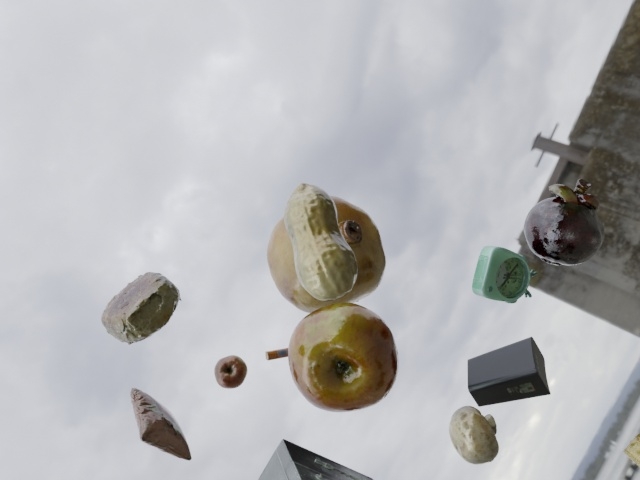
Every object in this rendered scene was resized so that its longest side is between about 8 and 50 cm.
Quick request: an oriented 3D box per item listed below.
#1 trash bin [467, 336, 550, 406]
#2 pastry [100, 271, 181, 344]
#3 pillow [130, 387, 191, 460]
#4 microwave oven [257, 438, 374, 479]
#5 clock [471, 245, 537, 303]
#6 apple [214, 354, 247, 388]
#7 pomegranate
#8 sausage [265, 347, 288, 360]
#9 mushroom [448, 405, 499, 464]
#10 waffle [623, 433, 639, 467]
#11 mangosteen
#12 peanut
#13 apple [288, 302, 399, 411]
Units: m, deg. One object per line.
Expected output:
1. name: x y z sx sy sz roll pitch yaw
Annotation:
1. trash bin: 0.593 0.425 1.766 0.115 0.225 0.165 56 -152 -22
2. pastry: -0.417 0.156 1.302 0.182 0.192 0.093 -50 -60 -28
3. pillow: -0.523 0.598 1.791 0.084 0.236 0.223 -41 -52 -3
4. microwave oven: -0.006 0.609 0.922 0.236 0.432 0.374 32 -91 -17
5. clock: 0.568 0.113 1.684 0.211 0.066 0.159 18 -92 -22
6. apple: -0.333 0.493 2.069 0.126 0.126 0.102 -52 -14 -14
7. pomegranate: 0.028 0.047 1.847 0.416 0.416 0.417 -33 -43 -37
8. sausage: -0.126 0.370 1.814 0.107 0.031 0.031 -5 -58 -20
9. mushroom: 0.444 0.559 1.588 0.127 0.166 0.166 -14 -48 -10
10. waffle: 0.722 0.483 1.120 0.057 0.168 0.274 -49 -42 10
11. mangosteen: 0.732 -0.055 1.644 0.228 0.228 0.265 7 -76 -55
12. peanut: 0.000 0.000 1.044 0.111 0.274 0.125 -22 -38 11
13. apple: 0.055 0.315 1.440 0.301 0.301 0.301 -33 -43 -37
